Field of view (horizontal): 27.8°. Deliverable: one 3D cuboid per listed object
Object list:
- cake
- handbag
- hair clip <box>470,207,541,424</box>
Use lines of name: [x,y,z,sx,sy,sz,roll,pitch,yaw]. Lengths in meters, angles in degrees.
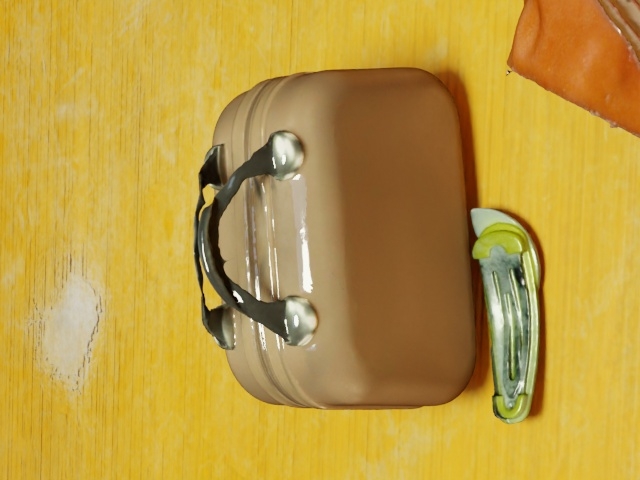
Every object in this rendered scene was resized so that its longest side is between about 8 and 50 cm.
cake: [0.236,-0.135,0.989,0.287,0.098,0.135,56,135,35]
handbag: [0.000,0.000,1.100,0.149,0.283,0.302,-6,87,44]
hair clip: [0.164,0.063,1.112,0.060,0.033,0.188,-8,82,43]
